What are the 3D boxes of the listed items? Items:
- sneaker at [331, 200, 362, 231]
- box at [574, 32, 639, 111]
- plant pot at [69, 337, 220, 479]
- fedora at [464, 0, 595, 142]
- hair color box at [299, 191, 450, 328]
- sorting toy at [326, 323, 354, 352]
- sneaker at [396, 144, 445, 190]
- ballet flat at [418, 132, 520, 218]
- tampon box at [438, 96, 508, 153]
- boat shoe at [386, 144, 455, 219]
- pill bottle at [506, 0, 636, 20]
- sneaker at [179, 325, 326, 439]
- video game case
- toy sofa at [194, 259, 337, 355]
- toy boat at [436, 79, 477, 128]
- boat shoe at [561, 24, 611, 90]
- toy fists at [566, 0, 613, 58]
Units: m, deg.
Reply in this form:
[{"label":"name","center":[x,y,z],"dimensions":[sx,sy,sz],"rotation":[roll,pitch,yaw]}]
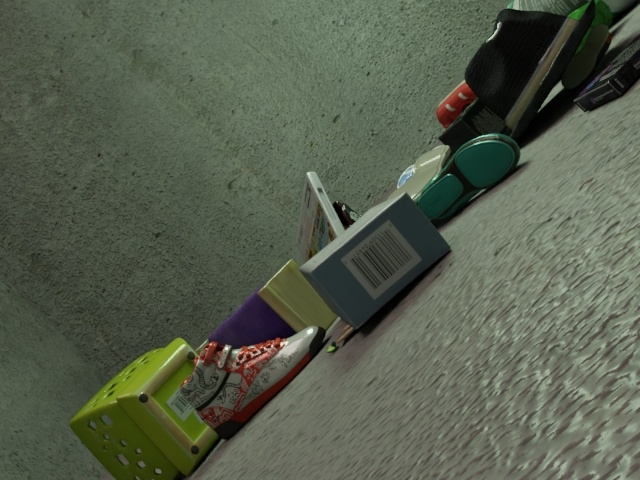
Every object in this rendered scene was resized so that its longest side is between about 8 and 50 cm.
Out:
[{"label":"sneaker","center":[0.094,-0.037,1.730],"dimensions":[0.106,0.162,0.281],"rotation":[-44,2,18]},{"label":"box","center":[0.436,-0.252,1.066],"dimensions":[0.162,0.029,0.116],"rotation":[-44,1,-4]},{"label":"plant pot","center":[-0.303,0.337,1.486],"dimensions":[0.207,0.227,0.228],"rotation":[-36,7,41]},{"label":"fedora","center":[0.362,-0.326,1.410],"dimensions":[0.334,0.152,0.334],"rotation":[-58,-7,-11]},{"label":"hair color box","center":[0.073,0.033,1.276],"dimensions":[0.185,0.113,0.374],"rotation":[-40,2,-4]},{"label":"sorting toy","center":[0.042,0.146,1.210],"dimensions":[0.083,0.012,0.062],"rotation":[-44,0,16]},{"label":"sneaker","center":[0.297,-0.201,2.176],"dimensions":[0.211,0.080,0.081],"rotation":[-46,-1,-8]},{"label":"ballet flat","center":[0.256,-0.120,1.292],"dimensions":[0.087,0.083,0.247],"rotation":[-39,-2,-38]},{"label":"tampon box","center":[0.361,-0.258,1.676],"dimensions":[0.161,0.101,0.120],"rotation":[-47,2,-20]},{"label":"boat shoe","center":[0.219,-0.094,1.515],"dimensions":[0.112,0.095,0.335],"rotation":[-23,15,30]},{"label":"pill bottle","center":[0.607,-0.580,1.781],"dimensions":[0.204,0.204,0.361],"rotation":[-46,2,-27]},{"label":"sneaker","center":[-0.127,0.214,1.363],"dimensions":[0.270,0.145,0.090],"rotation":[-45,2,4]},{"label":"video game case","center":[0.000,0.000,1.673],"dimensions":[0.026,0.206,0.227],"rotation":[-10,-40,-19]},{"label":"toy sofa","center":[-0.133,0.207,1.581],"dimensions":[0.177,0.150,0.362],"rotation":[-45,2,-41]},{"label":"toy boat","center":[0.448,-0.374,2.257],"dimensions":[0.231,0.151,0.151],"rotation":[-44,32,50]},{"label":"boat shoe","center":[0.482,-0.323,1.383],"dimensions":[0.137,0.049,0.043],"rotation":[-58,-34,-6]},{"label":"toy fists","center":[0.519,-0.408,1.686],"dimensions":[0.142,0.096,0.279],"rotation":[-35,-4,-24]}]
